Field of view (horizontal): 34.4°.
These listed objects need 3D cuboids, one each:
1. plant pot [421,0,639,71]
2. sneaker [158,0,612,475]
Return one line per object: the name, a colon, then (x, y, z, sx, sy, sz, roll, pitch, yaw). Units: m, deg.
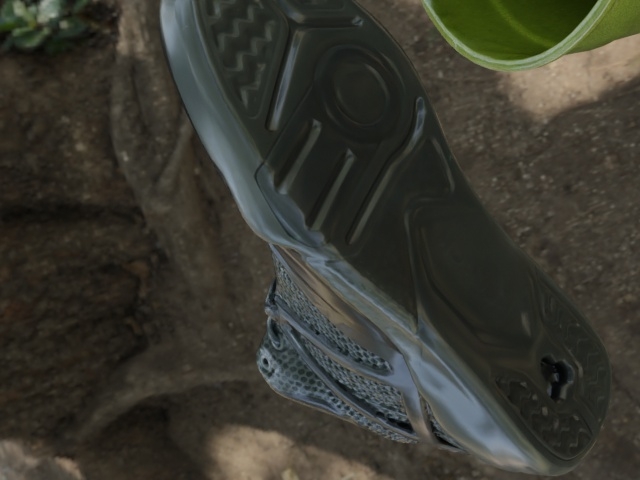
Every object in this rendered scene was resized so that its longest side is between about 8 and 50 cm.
plant pot: (0.310, -0.354, 0.944, 0.366, 0.353, 0.366, 170, 90, -66)
sneaker: (0.000, 0.000, 0.388, 0.130, 0.087, 0.227, -9, 130, 49)
